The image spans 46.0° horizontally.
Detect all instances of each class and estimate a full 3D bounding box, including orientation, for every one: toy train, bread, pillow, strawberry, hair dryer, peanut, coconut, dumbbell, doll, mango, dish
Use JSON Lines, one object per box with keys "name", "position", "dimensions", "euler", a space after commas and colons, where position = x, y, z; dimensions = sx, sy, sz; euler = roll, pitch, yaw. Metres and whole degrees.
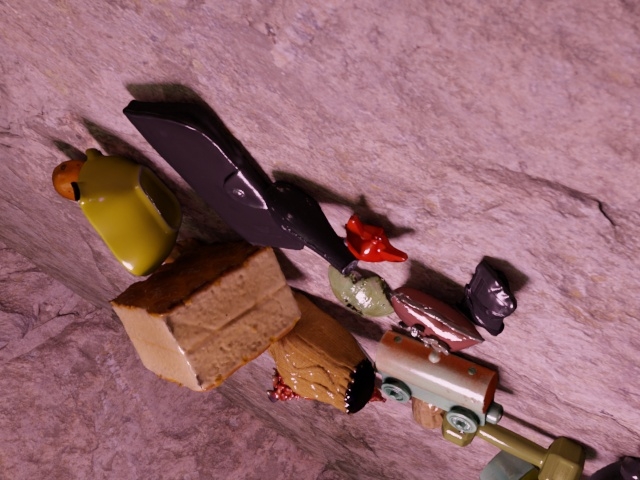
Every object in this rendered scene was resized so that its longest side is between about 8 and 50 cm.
{"name": "toy train", "position": [0.237, 0.279, 1.536], "dimensions": [0.285, 0.116, 0.177], "euler": [20, 143, 27]}
{"name": "bread", "position": [-0.233, 0.143, 1.545], "dimensions": [0.279, 0.279, 0.207], "euler": [-2, 118, 52]}
{"name": "pillow", "position": [0.190, 0.143, 1.301], "dimensions": [0.171, 0.075, 0.179], "euler": [32, 174, 8]}
{"name": "strawberry", "position": [0.026, 0.362, 1.980], "dimensions": [0.306, 0.138, 0.233], "euler": [-2, 170, 11]}
{"name": "hair dryer", "position": [0.000, 0.000, 1.274], "dimensions": [0.195, 0.075, 0.219], "euler": [45, 177, 20]}
{"name": "bread", "position": [-0.270, 0.067, 1.753], "dimensions": [0.200, 0.077, 0.116], "euler": [41, 157, -19]}
{"name": "toy train", "position": [0.545, 0.655, 1.739], "dimensions": [0.253, 0.160, 0.397], "euler": [45, 180, -34]}
{"name": "peanut", "position": [0.253, 0.381, 1.733], "dimensions": [0.083, 0.094, 0.194], "euler": [-10, 155, 0]}
{"name": "coconut", "position": [0.077, 0.103, 1.419], "dimensions": [0.158, 0.055, 0.133], "euler": [34, 159, -12]}
{"name": "dumbbell", "position": [0.411, 0.434, 1.624], "dimensions": [0.301, 0.122, 0.108], "euler": [25, -175, 18]}
{"name": "doll", "position": [0.071, 0.008, 1.218], "dimensions": [0.109, 0.057, 0.169], "euler": [37, 161, -6]}
{"name": "mango", "position": [-0.508, -0.123, 1.654], "dimensions": [0.105, 0.084, 0.159], "euler": [-7, 160, 34]}
{"name": "dish", "position": [-0.358, -0.070, 1.491], "dimensions": [0.108, 0.221, 0.262], "euler": [-24, 123, 15]}

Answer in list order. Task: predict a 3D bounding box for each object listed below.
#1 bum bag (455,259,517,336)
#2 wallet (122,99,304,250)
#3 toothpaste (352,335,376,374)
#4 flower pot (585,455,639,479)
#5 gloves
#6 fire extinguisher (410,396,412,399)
{"name": "bum bag", "position": [0.264, 0.094, 1.177], "dimensions": [0.087, 0.049, 0.198], "euler": [50, 165, 20]}
{"name": "wallet", "position": [-0.168, -0.102, 1.303], "dimensions": [0.197, 0.051, 0.377], "euler": [12, 153, 40]}
{"name": "toothpaste", "position": [0.086, 0.275, 1.800], "dimensions": [0.046, 0.034, 0.164], "euler": [9, 149, 36]}
{"name": "flower pot", "position": [0.616, 0.584, 1.430], "dimensions": [0.283, 0.299, 0.299], "euler": [41, 156, -32]}
{"name": "gloves", "position": [-0.028, 0.239, 1.652], "dimensions": [0.356, 0.155, 0.203], "euler": [39, 145, 43]}
{"name": "fire extinguisher", "position": [0.202, 0.323, 1.742], "dimensions": [0.158, 0.043, 0.064], "euler": [74, 175, -58]}
